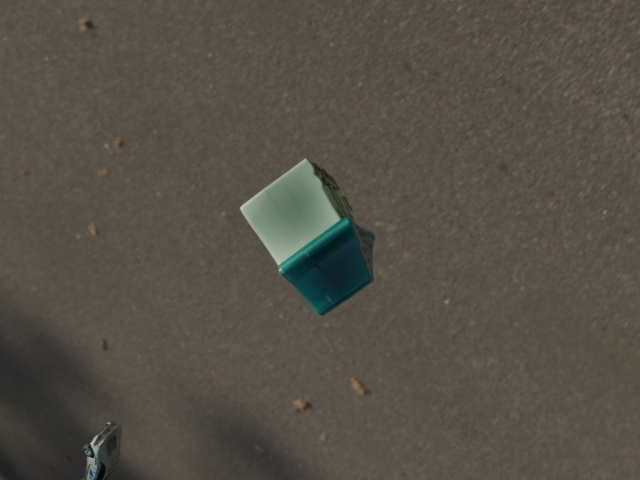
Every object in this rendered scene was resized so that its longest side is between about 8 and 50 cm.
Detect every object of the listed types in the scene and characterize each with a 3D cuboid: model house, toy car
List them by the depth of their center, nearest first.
[{"bbox_3d":[0.000,0.000,1.032,0.100,0.127,0.149,-34,76,10],"label":"model house"},{"bbox_3d":[-0.479,0.483,2.003,0.056,0.095,0.205,24,126,14],"label":"toy car"}]
